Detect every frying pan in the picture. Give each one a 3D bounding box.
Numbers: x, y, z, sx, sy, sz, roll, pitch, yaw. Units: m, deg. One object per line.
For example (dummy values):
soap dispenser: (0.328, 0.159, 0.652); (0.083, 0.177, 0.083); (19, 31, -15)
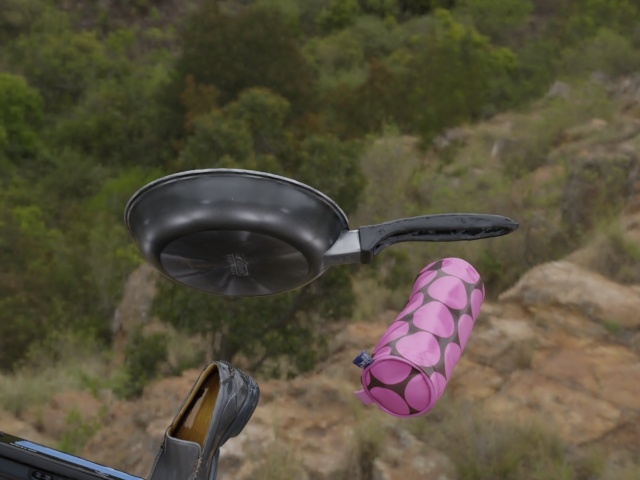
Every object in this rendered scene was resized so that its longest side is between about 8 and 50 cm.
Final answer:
frying pan: (-0.013, 0.012, 0.942); (0.326, 0.197, 0.053); (12, 61, -17)

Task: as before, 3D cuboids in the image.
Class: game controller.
game controller: (-0.213, 0.235, 1.025); (0.319, 0.067, 0.166); (19, -21, -5)

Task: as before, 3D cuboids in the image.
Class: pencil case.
pencil case: (0.115, 0.106, 1.204); (0.095, 0.098, 0.209); (49, 40, -7)

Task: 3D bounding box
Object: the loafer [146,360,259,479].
loafer: (-0.119, 0.181, 0.923); (0.062, 0.170, 0.061); (14, -22, 33)
